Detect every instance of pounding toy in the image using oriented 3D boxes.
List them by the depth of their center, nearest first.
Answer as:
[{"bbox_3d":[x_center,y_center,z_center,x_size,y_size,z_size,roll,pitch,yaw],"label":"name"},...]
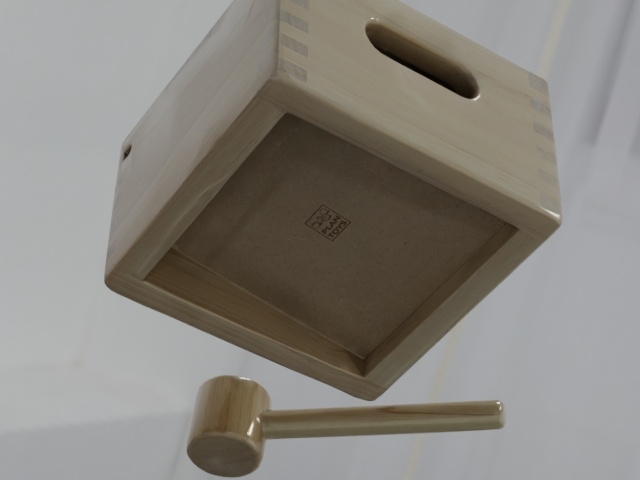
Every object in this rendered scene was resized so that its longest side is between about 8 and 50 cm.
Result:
[{"bbox_3d":[0.005,0.007,0.732,0.181,0.206,0.094,25,41,-22],"label":"pounding toy"}]
